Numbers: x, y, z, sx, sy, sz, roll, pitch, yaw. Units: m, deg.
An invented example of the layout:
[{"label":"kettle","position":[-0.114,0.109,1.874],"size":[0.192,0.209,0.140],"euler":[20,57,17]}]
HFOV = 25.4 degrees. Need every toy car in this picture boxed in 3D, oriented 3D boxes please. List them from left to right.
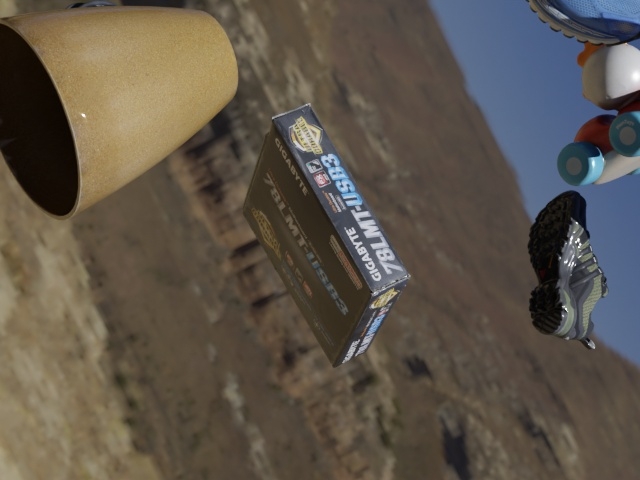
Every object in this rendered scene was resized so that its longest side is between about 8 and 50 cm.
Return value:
[{"label":"toy car","position":[0.484,-0.233,2.354],"size":[0.219,0.210,0.238],"euler":[-11,75,-48]}]

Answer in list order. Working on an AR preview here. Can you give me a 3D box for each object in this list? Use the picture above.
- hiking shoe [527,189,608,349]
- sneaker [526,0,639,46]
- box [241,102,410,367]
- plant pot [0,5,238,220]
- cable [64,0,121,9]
[{"label":"hiking shoe","position":[0.361,0.042,2.044],"size":[0.114,0.086,0.227],"euler":[26,64,-35]},{"label":"sneaker","position":[0.331,-0.397,1.918],"size":[0.330,0.129,0.147],"euler":[48,-42,16]},{"label":"box","position":[0.000,0.000,2.033],"size":[0.296,0.073,0.293],"euler":[60,-20,16]},{"label":"plant pot","position":[-0.233,-0.179,1.653],"size":[0.237,0.254,0.237],"euler":[35,-42,39]},{"label":"cable","position":[-0.300,-0.285,2.060],"size":[0.151,0.184,0.047],"euler":[83,9,-57]}]
